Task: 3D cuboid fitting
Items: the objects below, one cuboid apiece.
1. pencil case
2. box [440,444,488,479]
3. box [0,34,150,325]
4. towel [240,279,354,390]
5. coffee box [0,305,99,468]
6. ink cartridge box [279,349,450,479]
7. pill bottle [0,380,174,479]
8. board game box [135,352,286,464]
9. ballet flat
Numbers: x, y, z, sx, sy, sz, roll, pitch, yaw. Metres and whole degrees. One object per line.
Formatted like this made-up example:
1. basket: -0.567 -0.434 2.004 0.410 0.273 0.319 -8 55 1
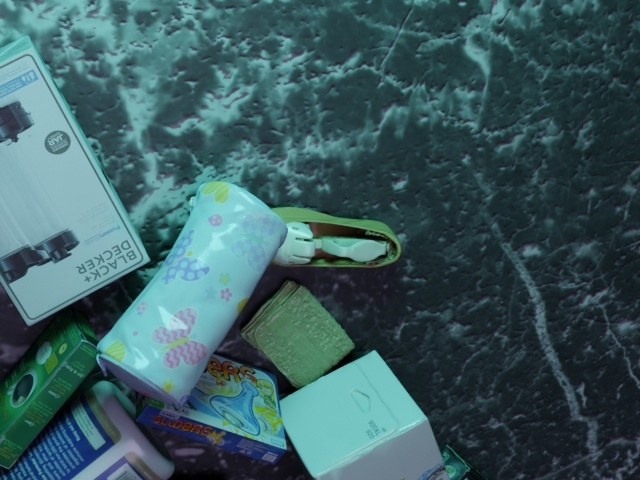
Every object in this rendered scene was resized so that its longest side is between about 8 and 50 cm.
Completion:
1. pencil case: -0.151 0.061 1.262 0.124 0.113 0.273 33 73 -11
2. box: 0.192 0.428 1.609 0.180 0.077 0.147 -46 117 0
3. box: -0.337 -0.067 1.225 0.169 0.087 0.290 -28 116 -9
4. towel: -0.029 0.131 1.447 0.110 0.027 0.148 -44 117 -2
5. coffee box: -0.345 0.176 1.296 0.040 0.113 0.184 39 91 -31
6. ink cartridge box: 0.067 0.310 1.451 0.168 0.171 0.233 -27 123 -9
7. pill bottle: -0.328 0.311 1.322 0.264 0.153 0.153 -38 117 -7
8. board game box: -0.143 0.201 1.367 0.201 0.136 0.035 23 121 -27
9. ballet flat: 0.000 0.000 1.385 0.232 0.073 0.080 0 106 -21
